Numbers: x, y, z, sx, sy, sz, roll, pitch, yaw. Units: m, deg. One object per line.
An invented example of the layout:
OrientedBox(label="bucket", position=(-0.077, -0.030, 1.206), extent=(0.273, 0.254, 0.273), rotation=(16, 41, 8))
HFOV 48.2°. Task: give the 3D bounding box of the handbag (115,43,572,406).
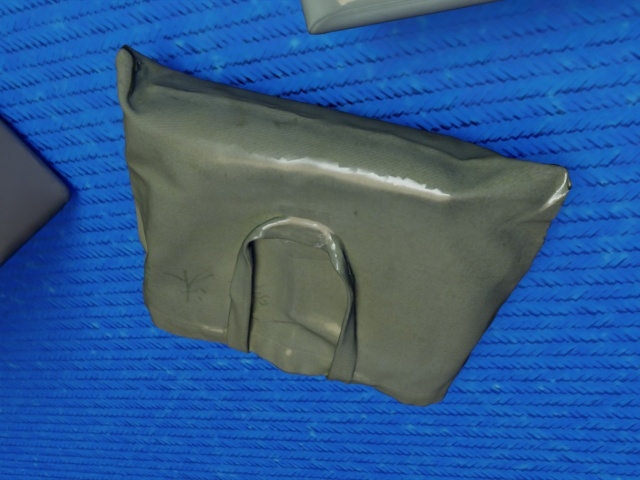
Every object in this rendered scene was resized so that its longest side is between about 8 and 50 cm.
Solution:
OrientedBox(label="handbag", position=(-0.004, 0.002, 0.551), extent=(0.316, 0.109, 0.253), rotation=(15, 131, 8))

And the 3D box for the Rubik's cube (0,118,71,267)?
OrientedBox(label="Rubik's cube", position=(-0.490, -0.001, 0.567), extent=(0.347, 0.346, 0.344), rotation=(-32, 109, 33))

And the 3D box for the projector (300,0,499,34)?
OrientedBox(label="projector", position=(0.070, -0.213, 0.342), extent=(0.243, 0.163, 0.177), rotation=(-5, 120, 20))
